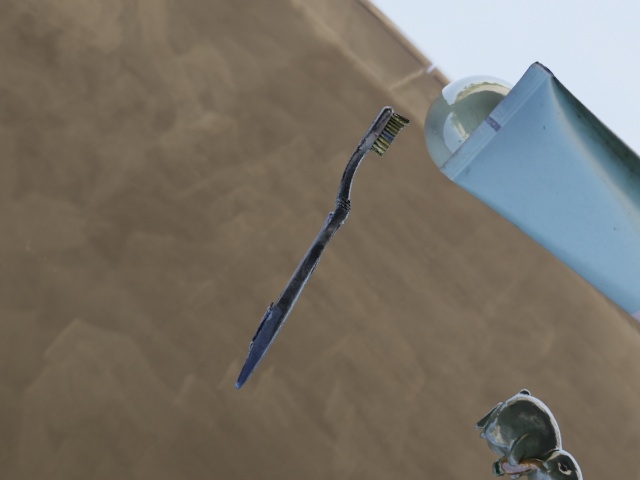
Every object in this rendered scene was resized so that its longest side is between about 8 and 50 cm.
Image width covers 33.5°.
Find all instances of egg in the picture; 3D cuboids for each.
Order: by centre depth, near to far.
[{"bbox_3d":[0.260,-0.181,1.747,0.182,0.183,0.264,53,-164,6],"label":"egg"}]

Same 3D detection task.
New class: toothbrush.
[{"bbox_3d":[0.000,0.000,1.275,0.042,0.035,0.413,31,-112,-2],"label":"toothbrush"}]

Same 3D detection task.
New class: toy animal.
[{"bbox_3d":[0.376,0.372,1.767,0.251,0.127,0.125,45,-154,27],"label":"toy animal"}]

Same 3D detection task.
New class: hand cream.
[{"bbox_3d":[0.223,0.020,0.682,0.312,0.111,0.070,42,-135,1],"label":"hand cream"}]
